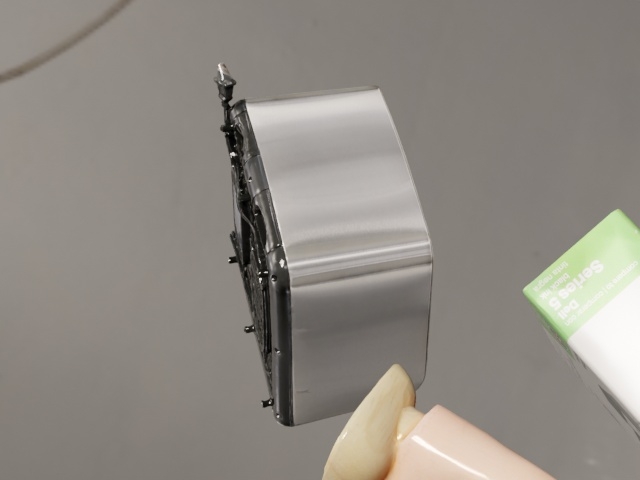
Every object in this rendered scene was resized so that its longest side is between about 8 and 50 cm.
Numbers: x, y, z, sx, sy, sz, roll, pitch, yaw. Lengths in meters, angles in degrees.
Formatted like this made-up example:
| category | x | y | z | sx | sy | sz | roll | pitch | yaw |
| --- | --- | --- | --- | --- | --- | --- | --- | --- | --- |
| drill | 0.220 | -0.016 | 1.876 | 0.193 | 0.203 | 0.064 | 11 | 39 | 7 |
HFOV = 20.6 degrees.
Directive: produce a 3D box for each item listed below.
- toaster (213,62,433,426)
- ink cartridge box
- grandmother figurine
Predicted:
| category | x | y | z | sx | sy | sz | roll | pitch | yaw |
| --- | --- | --- | --- | --- | --- | --- | --- | --- | --- |
| toaster | 0.000 | 0.000 | 1.152 | 0.110 | 0.168 | 0.186 | -10 | 139 | -8 |
| ink cartridge box | 0.314 | 0.130 | 1.506 | 0.114 | 0.273 | 0.198 | -40 | 155 | 0 |
| grandmother figurine | 0.165 | 0.191 | 0.870 | 0.104 | 0.342 | 0.208 | -58 | 165 | -12 |
